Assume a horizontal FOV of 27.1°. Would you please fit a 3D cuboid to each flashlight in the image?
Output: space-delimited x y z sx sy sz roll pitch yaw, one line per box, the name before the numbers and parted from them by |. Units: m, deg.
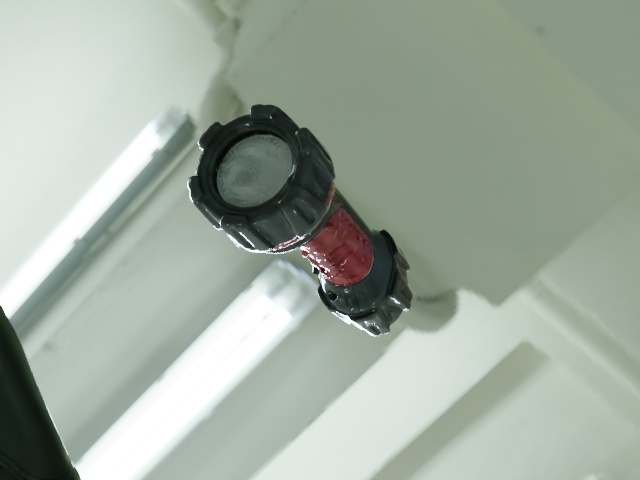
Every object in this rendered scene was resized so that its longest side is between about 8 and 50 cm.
flashlight | 0.000 0.000 1.069 0.103 0.103 0.304 34 173 30

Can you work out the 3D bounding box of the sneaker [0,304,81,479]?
sneaker | -0.194 0.152 0.488 0.147 0.296 0.104 53 -162 21
